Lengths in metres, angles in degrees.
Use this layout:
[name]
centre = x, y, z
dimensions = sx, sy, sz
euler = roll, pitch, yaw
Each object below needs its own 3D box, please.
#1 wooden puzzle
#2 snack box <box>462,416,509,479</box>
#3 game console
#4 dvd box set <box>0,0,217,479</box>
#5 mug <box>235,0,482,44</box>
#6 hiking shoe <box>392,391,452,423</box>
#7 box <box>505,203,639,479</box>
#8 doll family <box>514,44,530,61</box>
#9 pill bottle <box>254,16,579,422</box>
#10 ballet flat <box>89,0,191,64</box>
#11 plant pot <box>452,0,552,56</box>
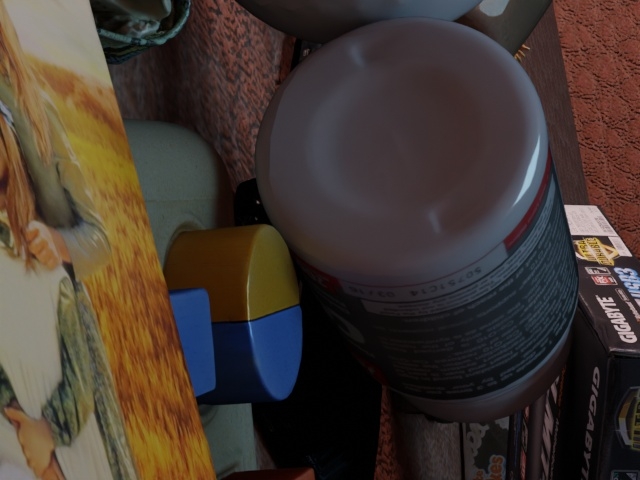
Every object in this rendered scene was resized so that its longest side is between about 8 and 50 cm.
[wooden puzzle]
centre = -0.067, 0.107, 0.761
dimensions = 0.322, 0.080, 0.348
euler = -9, 90, -74
[snack box]
centre = 0.191, 0.238, 1.621
dimensions = 0.187, 0.060, 0.322
euler = 57, 28, -54
[game console]
centre = 0.000, 0.000, 1.130
dimensions = 0.361, 0.044, 0.213
euler = -81, 156, -44
[dvd box set]
centre = -0.144, -0.065, 0.410
dimensions = 0.307, 0.062, 0.420
euler = 38, 31, -60
[mug]
centre = 0.050, -0.279, 0.878
dimensions = 0.328, 0.374, 0.276
euler = 75, 30, -44
[hiking shoe]
centre = 0.126, 0.103, 1.373
dimensions = 0.227, 0.114, 0.086
euler = 31, 51, -70
[box]
centre = 0.195, 0.155, 1.200
dimensions = 0.293, 0.073, 0.296
euler = -96, -173, -69
[doll family]
centre = 0.164, -0.167, 1.661
dimensions = 0.263, 0.118, 0.163
euler = -40, 119, -72
[pill bottle]
centre = 0.071, 0.004, 0.990
dimensions = 0.283, 0.161, 0.161
euler = 62, 24, -61
[ballet flat]
centre = -0.113, -0.128, 0.770
dimensions = 0.188, 0.070, 0.070
euler = 6, 75, -73
[plant pot]
centre = 0.113, -0.252, 1.367
dimensions = 0.263, 0.263, 0.229
euler = 59, 44, -52
